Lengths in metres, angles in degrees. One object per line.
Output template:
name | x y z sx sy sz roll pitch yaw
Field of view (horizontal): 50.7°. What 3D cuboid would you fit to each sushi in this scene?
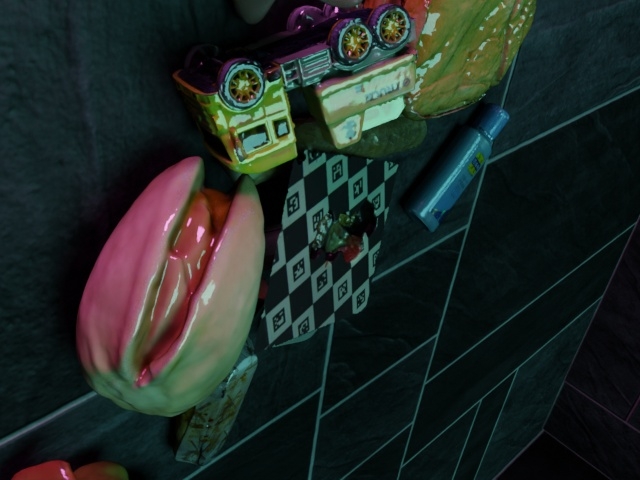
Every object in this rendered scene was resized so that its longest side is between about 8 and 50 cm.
sushi | 0.000 0.000 0.951 0.290 0.050 0.264 -8 113 -58

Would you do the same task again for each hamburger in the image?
hamburger | 0.171 -0.291 0.928 0.283 0.144 0.259 -14 132 -39

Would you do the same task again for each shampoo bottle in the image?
shampoo bottle | 0.255 -0.140 1.248 0.258 0.061 0.104 -54 148 -2

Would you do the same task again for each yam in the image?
yam | 0.017 -0.136 0.935 0.357 0.081 0.081 -20 134 -41

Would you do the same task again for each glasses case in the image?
glasses case | -0.082 0.013 0.975 0.164 0.041 0.063 -15 133 -41

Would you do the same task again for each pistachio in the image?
pistachio | -0.168 0.059 0.792 0.193 0.214 0.318 23 94 -13

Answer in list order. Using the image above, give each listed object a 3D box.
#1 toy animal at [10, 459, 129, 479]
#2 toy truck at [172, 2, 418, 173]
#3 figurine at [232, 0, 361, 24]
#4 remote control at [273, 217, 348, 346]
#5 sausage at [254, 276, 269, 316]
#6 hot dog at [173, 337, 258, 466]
toy animal | -0.308 0.432 0.942 0.191 0.216 0.338 -27 151 8
toy truck | -0.014 -0.170 0.766 0.272 0.124 0.157 -26 124 -19
figurine | -0.083 -0.355 0.560 0.421 0.154 0.193 71 26 -42
remote control | -0.004 0.027 1.084 0.109 0.055 0.313 2 113 -57
sausage | -0.168 0.150 0.935 0.264 0.083 0.083 -52 149 19
hot dog | -0.170 0.258 1.064 0.131 0.069 0.252 -24 140 -55
